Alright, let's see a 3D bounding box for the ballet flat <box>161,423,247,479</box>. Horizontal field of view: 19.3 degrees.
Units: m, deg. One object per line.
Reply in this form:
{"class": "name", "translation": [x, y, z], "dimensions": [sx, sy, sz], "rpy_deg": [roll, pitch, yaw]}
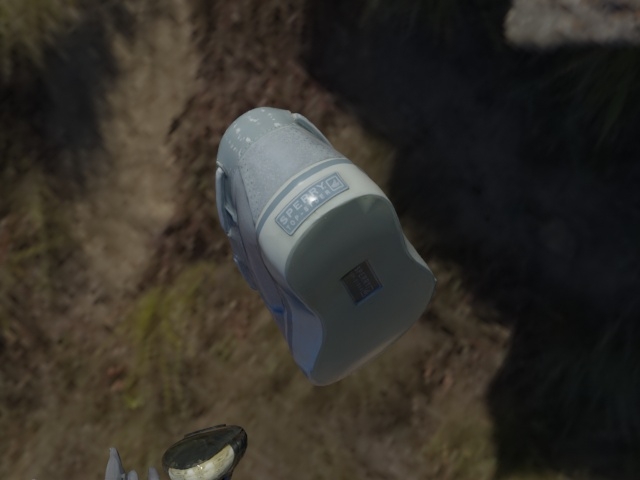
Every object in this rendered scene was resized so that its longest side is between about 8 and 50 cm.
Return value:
{"class": "ballet flat", "translation": [-0.071, 0.150, 1.252], "dimensions": [0.057, 0.173, 0.049], "rpy_deg": [-16, 87, -1]}

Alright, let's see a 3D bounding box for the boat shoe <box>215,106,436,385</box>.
{"class": "boat shoe", "translation": [-0.001, 0.000, 0.899], "dimensions": [0.081, 0.079, 0.227], "rpy_deg": [53, 173, 21]}

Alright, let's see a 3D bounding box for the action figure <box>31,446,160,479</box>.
{"class": "action figure", "translation": [-0.160, 0.166, 0.721], "dimensions": [0.285, 0.185, 0.099], "rpy_deg": [-11, 109, 13]}
